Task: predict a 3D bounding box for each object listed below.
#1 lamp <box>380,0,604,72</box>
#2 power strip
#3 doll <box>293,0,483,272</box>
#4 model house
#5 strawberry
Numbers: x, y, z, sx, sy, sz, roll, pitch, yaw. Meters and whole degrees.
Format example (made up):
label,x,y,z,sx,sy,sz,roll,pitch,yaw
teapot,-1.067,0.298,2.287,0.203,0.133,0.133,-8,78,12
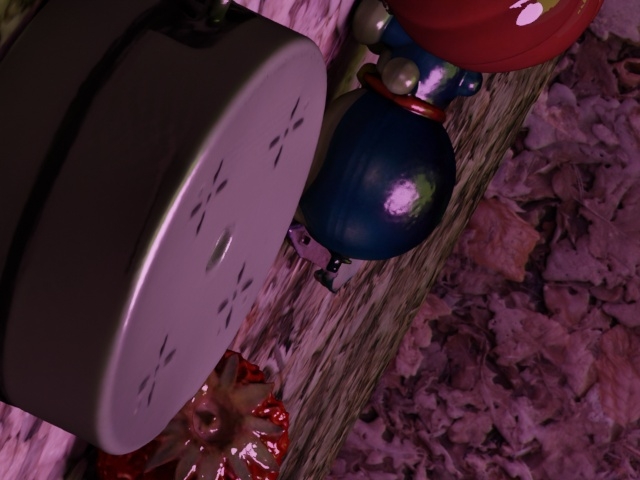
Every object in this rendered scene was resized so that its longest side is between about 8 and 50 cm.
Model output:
label,x,y,z,sx,sy,sz,roll,pitch,yaw
lamp,0.164,-0.314,1.687,0.303,0.257,0.303,37,48,-55
power strip,-0.135,-0.035,1.248,0.357,0.161,0.357,-59,167,-22
doll,0.073,-0.113,1.951,0.322,0.186,0.198,-68,168,8
model house,0.000,0.000,2.098,0.100,0.100,0.088,-37,155,-61
strawberry,-0.153,0.217,1.788,0.205,0.205,0.244,-56,-171,-31
